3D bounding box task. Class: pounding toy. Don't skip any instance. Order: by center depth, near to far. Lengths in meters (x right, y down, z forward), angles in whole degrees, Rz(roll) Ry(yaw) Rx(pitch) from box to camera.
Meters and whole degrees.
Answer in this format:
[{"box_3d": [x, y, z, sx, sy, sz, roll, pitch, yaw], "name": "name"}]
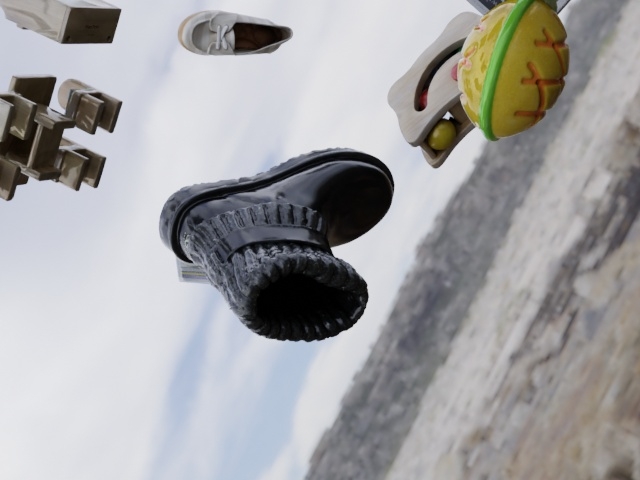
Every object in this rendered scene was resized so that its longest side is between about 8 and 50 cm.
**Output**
[{"box_3d": [0.232, -0.203, 1.733, 0.269, 0.154, 0.155, -47, -41, 3], "name": "pounding toy"}]

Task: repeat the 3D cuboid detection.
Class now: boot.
[{"box_3d": [-0.001, 0.004, 1.602, 0.348, 0.260, 0.131, -17, -60, -28], "name": "boot"}]

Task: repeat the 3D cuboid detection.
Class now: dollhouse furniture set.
[{"box_3d": [-0.352, -0.182, 1.503, 0.212, 0.161, 0.242, -17, -50, -63], "name": "dollhouse furniture set"}]

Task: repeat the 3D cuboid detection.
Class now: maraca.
[{"box_3d": [0.188, -0.181, 1.220, 0.185, 0.099, 0.127, -68, -19, -10], "name": "maraca"}]

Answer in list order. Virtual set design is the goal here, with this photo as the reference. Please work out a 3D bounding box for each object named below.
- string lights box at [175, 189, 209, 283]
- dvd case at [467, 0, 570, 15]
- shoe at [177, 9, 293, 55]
[{"box_3d": [-0.145, 0.001, 1.908, 0.259, 0.133, 0.076, 104, 169, -75], "name": "string lights box"}, {"box_3d": [0.207, -0.323, 1.385, 0.029, 0.179, 0.238, -47, -2, -27], "name": "dvd case"}, {"box_3d": [-0.141, -0.348, 2.183, 0.219, 0.058, 0.076, -7, -79, -41], "name": "shoe"}]
